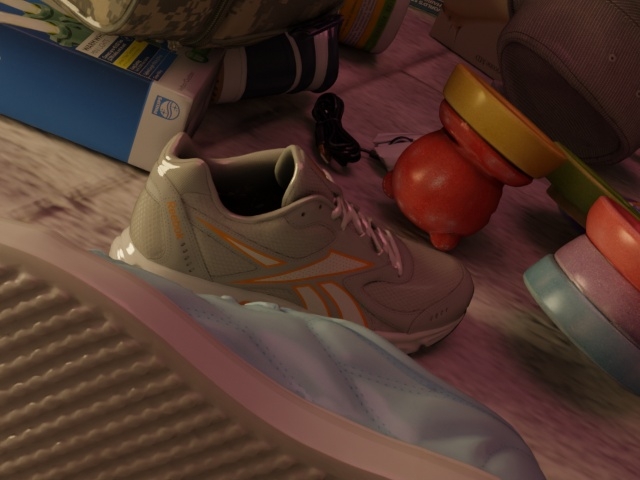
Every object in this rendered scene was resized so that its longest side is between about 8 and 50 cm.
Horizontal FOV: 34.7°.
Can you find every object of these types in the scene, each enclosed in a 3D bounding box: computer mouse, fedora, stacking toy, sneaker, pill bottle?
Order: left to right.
[{"bbox_3d":[-0.047,0.085,0.526,0.366,0.135,0.150,31,21,-5],"label":"sneaker"},{"bbox_3d":[-0.077,-0.235,1.020,0.153,0.099,0.282,-7,47,-23],"label":"sneaker"},{"bbox_3d":[-0.023,-0.314,1.171,0.246,0.136,0.136,17,30,-12],"label":"pill bottle"},{"bbox_3d":[0.000,0.000,0.687,0.263,0.121,0.099,9,33,-24],"label":"sneaker"},{"bbox_3d":[0.087,-0.086,0.970,0.193,0.042,0.106,15,29,-14],"label":"computer mouse"},{"bbox_3d":[0.212,0.017,0.872,0.279,0.130,0.309,23,24,-51],"label":"stacking toy"},{"bbox_3d":[0.281,-0.186,1.115,0.275,0.124,0.244,52,-23,-20],"label":"fedora"}]

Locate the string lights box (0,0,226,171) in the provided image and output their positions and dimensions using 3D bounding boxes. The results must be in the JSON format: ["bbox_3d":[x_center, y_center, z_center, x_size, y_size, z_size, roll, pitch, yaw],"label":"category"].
[{"bbox_3d":[-0.219,-0.152,0.825,0.260,0.076,0.133,21,29,-4],"label":"string lights box"}]

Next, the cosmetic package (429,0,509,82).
[{"bbox_3d":[0.281,-0.361,1.289,0.113,0.309,0.160,-11,43,-46],"label":"cosmetic package"}]

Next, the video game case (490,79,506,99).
[{"bbox_3d":[0.272,-0.158,1.253,0.122,0.011,0.087,16,30,-12],"label":"video game case"}]

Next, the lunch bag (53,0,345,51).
[{"bbox_3d":[-0.126,-0.296,0.838,0.305,0.212,0.256,39,27,24],"label":"lunch bag"}]

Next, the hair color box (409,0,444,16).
[{"bbox_3d":[0.224,-0.427,1.565,0.174,0.105,0.347,22,30,-2],"label":"hair color box"}]

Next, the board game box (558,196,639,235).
[{"bbox_3d":[0.325,-0.023,1.046,0.169,0.033,0.133,7,33,-28],"label":"board game box"}]
